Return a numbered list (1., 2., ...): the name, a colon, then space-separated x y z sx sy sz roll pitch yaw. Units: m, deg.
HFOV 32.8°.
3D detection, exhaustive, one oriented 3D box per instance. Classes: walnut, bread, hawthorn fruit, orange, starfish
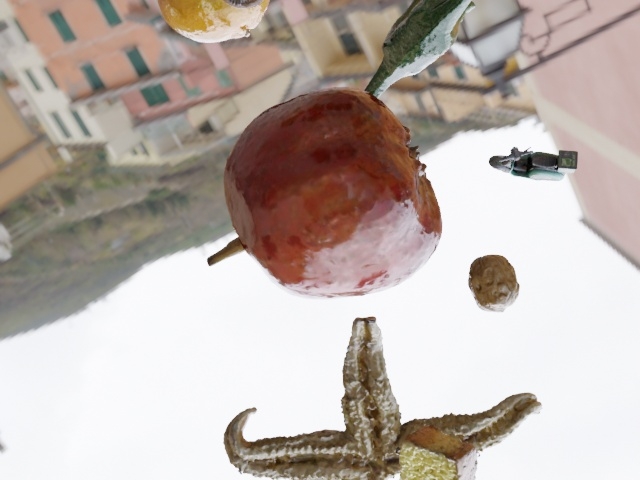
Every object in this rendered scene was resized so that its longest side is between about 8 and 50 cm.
1. walnut: 0.276 0.069 1.729 0.082 0.096 0.079 -15 177 -31
2. bread: 0.158 0.318 1.476 0.103 0.187 0.065 29 -125 29
3. hawthorn fruit: -0.011 -0.043 1.453 0.330 0.287 0.287 -27 -155 10
4. orange: -0.199 -0.468 2.038 0.219 0.193 0.219 -15 178 -1
5. starfish: 0.081 0.272 1.663 0.432 0.324 0.082 -36 -163 17

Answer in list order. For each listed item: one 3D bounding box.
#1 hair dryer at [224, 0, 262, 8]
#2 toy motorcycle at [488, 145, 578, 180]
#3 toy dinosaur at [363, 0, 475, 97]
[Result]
1. hair dryer: -0.108 -0.370 1.264 0.064 0.182 0.117 -16 -149 8
2. toy motorcycle: 0.434 -0.160 2.232 0.173 0.100 0.058 6 -103 4
3. toy dinosaur: 0.119 -0.268 1.634 0.301 0.087 0.447 -52 -174 -20
